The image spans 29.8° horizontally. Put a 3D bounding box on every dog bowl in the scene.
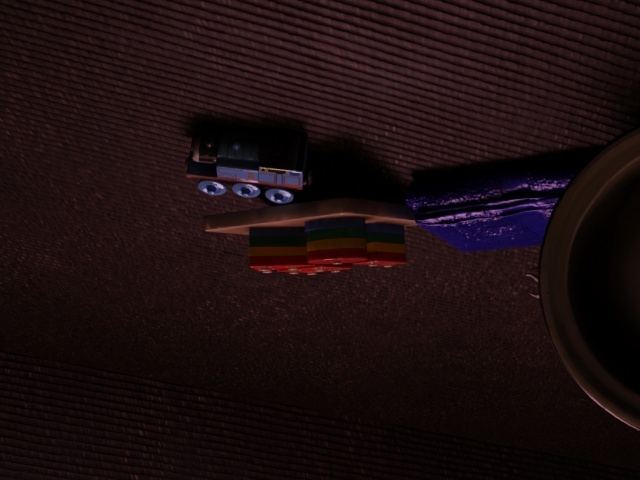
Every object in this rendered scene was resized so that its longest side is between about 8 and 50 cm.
[{"bbox_3d":[0.487,0.050,1.508,0.408,0.408,0.150,0,174,19],"label":"dog bowl"}]

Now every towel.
[{"bbox_3d":[0.302,-0.038,1.762,0.308,0.076,0.227,-6,156,32],"label":"towel"}]

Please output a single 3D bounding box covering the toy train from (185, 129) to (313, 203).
[{"bbox_3d":[-0.101,-0.110,1.699,0.184,0.080,0.105,7,152,2],"label":"toy train"}]

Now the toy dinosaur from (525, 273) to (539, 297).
[{"bbox_3d":[0.434,0.068,1.955,0.160,0.121,0.313,-8,164,3],"label":"toy dinosaur"}]

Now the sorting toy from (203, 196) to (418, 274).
[{"bbox_3d":[0.000,0.000,1.843,0.257,0.089,0.255,-6,174,34],"label":"sorting toy"}]
